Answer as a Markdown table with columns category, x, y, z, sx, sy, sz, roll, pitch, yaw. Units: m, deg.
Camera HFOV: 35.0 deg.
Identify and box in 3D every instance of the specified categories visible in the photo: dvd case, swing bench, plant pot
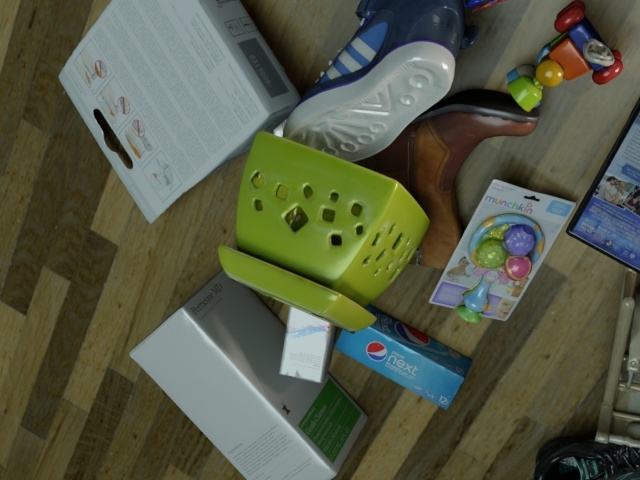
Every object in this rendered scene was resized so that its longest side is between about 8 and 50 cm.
| category | x | y | z | sx | sy | sz | roll | pitch | yaw |
| --- | --- | --- | --- | --- | --- | --- | --- | --- | --- |
| dvd case | 0.471 | -0.076 | 1.375 | 0.180 | 0.022 | 0.253 | 29 | 87 | 8 |
| swing bench | 0.543 | 0.176 | 1.448 | 0.253 | 0.165 | 0.254 | 10 | 120 | 16 |
| plant pot | 0.000 | 0.000 | 1.443 | 0.228 | 0.227 | 0.207 | 21 | 84 | 22 |

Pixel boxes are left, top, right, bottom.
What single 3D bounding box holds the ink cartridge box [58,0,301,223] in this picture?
| category | x | y | z | sx | sy | sz | roll | pitch | yaw |
| --- | --- | --- | --- | --- | --- | --- | --- | --- | --- |
| ink cartridge box | -0.235 | -0.242 | 1.603 | 0.385 | 0.091 | 0.308 | -36 | 86 | 46 |

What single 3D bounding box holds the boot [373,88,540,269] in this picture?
| category | x | y | z | sx | sy | sz | roll | pitch | yaw |
| --- | --- | --- | --- | --- | --- | --- | --- | --- | --- |
| boot | 0.196 | -0.078 | 1.509 | 0.264 | 0.096 | 0.280 | 2 | 113 | 20 |

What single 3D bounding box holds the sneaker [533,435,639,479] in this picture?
| category | x | y | z | sx | sy | sz | roll | pitch | yaw |
| --- | --- | --- | --- | --- | --- | --- | --- | --- | --- |
| sneaker | 0.456 | 0.344 | 1.570 | 0.267 | 0.106 | 0.101 | -22 | 85 | 25 |

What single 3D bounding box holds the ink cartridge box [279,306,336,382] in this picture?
| category | x | y | z | sx | sy | sz | roll | pitch | yaw |
| --- | --- | --- | --- | --- | --- | --- | --- | --- | --- |
| ink cartridge box | -0.011 | 0.124 | 1.624 | 0.072 | 0.127 | 0.175 | 11 | 99 | 5 |

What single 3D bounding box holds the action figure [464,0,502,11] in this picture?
| category | x | y | z | sx | sy | sz | roll | pitch | yaw |
| --- | --- | --- | --- | --- | --- | --- | --- | --- | --- |
| action figure | 0.221 | -0.343 | 1.429 | 0.115 | 0.030 | 0.038 | -12 | 101 | 23 |

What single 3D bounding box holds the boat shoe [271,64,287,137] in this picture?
| category | x | y | z | sx | sy | sz | roll | pitch | yaw |
| --- | --- | --- | --- | --- | --- | --- | --- | --- | --- |
| boat shoe | -0.047 | -0.190 | 1.578 | 0.063 | 0.066 | 0.184 | -11 | 103 | -9 |

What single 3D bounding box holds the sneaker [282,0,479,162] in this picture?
| category | x | y | z | sx | sy | sz | roll | pitch | yaw |
| --- | --- | --- | --- | --- | --- | --- | --- | --- | --- |
| sneaker | 0.079 | -0.265 | 1.443 | 0.130 | 0.236 | 0.323 | 28 | 144 | -28 |

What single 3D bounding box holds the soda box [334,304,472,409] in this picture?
| category | x | y | z | sx | sy | sz | roll | pitch | yaw |
| --- | --- | --- | --- | --- | --- | --- | --- | --- | --- |
| soda box | 0.135 | 0.185 | 1.656 | 0.210 | 0.067 | 0.071 | 28 | 118 | 8 |

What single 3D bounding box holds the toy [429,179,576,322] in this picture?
| category | x | y | z | sx | sy | sz | roll | pitch | yaw |
| --- | --- | --- | --- | --- | --- | --- | --- | --- | --- |
| toy | 0.272 | 0.033 | 1.515 | 0.137 | 0.056 | 0.237 | 14 | 126 | -14 |

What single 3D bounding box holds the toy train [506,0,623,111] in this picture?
| category | x | y | z | sx | sy | sz | roll | pitch | yaw |
| --- | --- | --- | --- | --- | --- | --- | --- | --- | --- |
| toy train | 0.304 | -0.221 | 1.314 | 0.143 | 0.248 | 0.105 | -36 | 95 | 23 |

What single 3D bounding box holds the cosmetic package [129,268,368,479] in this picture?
| category | x | y | z | sx | sy | sz | roll | pitch | yaw |
| --- | --- | --- | --- | --- | --- | --- | --- | --- | --- |
| cosmetic package | -0.115 | 0.246 | 1.705 | 0.155 | 0.197 | 0.365 | -40 | 95 | 28 |
